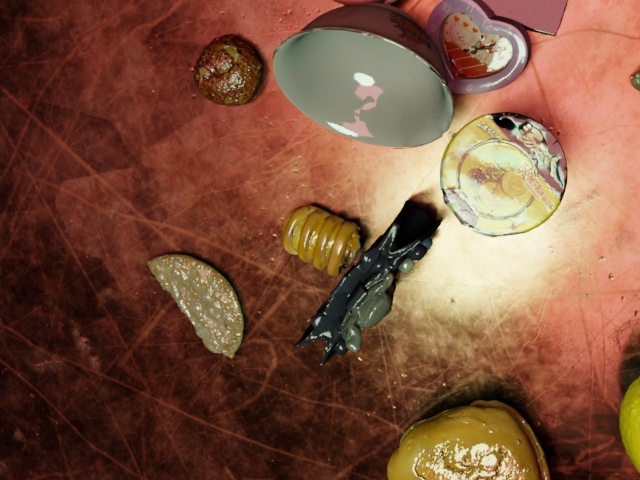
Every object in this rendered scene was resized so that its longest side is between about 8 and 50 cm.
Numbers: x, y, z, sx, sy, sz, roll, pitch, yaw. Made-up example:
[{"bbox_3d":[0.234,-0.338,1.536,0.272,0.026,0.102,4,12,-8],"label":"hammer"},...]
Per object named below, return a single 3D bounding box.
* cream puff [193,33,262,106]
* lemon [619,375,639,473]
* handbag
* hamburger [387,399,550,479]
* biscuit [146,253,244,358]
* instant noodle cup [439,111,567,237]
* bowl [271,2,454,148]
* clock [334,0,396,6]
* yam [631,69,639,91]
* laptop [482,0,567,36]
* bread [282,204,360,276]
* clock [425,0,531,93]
[{"bbox_3d":[-0.193,-0.344,1.659,0.149,0.084,0.149,4,104,16],"label":"cream puff"},{"bbox_3d":[0.669,0.348,1.447,0.253,0.253,0.311,-21,101,22],"label":"lemon"},{"bbox_3d":[0.096,0.089,1.567,0.118,0.269,0.326,37,112,5],"label":"handbag"},{"bbox_3d":[0.301,0.477,1.623,0.304,0.174,0.284,-28,80,21],"label":"hamburger"},{"bbox_3d":[-0.255,0.129,1.819,0.141,0.038,0.290,-35,92,22],"label":"biscuit"},{"bbox_3d":[0.335,-0.131,1.450,0.215,0.236,0.216,4,104,18],"label":"instant noodle cup"},{"bbox_3d":[0.097,-0.328,1.494,0.345,0.345,0.157,14,66,15],"label":"bowl"},{"bbox_3d":[0.076,-0.544,1.498,0.227,0.142,0.241,-31,103,19],"label":"clock"},{"bbox_3d":[0.690,-0.224,1.399,0.317,0.067,0.071,30,124,11],"label":"yam"},{"bbox_3d":[0.354,-0.461,1.484,0.197,0.016,0.135,19,108,12],"label":"laptop"},{"bbox_3d":[0.000,0.000,1.680,0.177,0.084,0.119,24,109,16],"label":"bread"},{"bbox_3d":[0.282,-0.352,1.504,0.198,0.064,0.172,35,127,9],"label":"clock"}]
